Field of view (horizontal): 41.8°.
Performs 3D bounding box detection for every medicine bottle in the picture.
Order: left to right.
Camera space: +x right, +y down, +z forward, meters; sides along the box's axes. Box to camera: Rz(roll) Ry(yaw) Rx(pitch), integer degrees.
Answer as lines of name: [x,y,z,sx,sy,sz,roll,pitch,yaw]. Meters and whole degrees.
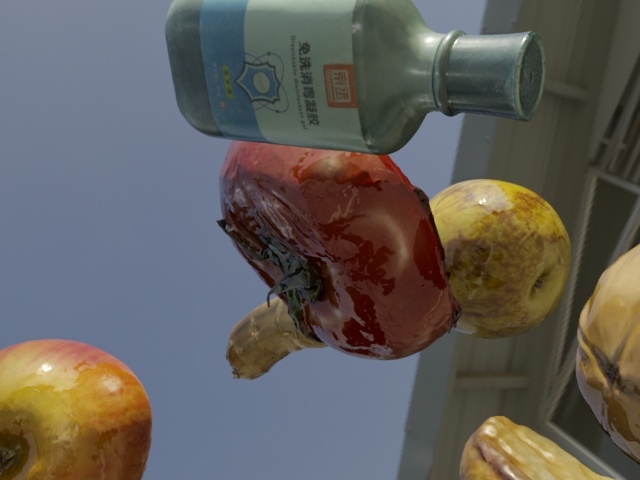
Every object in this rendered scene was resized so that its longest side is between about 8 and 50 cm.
medicine bottle: [0.010,-0.091,0.444,0.054,0.209,0.090,-37,-52,-49]

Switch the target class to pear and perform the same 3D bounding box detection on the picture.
pear: [0.271,0.028,1.378,0.281,0.281,0.280,-17,-57,-27]

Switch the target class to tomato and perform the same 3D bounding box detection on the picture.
tomato: [-0.004,0.000,0.619,0.101,0.228,0.228,-33,-51,-20]

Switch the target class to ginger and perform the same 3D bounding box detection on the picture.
ginger: [-0.044,0.109,1.021,0.190,0.095,0.069,-33,-29,25]

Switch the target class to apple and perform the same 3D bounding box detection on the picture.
apple: [-0.361,0.263,1.081,0.286,0.286,0.233,-47,-9,-4]

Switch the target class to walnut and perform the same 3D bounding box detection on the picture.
walnut: [0.247,0.066,0.503,0.197,0.165,0.165,-7,-61,-19]

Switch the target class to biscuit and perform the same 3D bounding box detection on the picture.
biscuit: [0.273,0.301,0.938,0.213,0.274,0.091,-2,-63,-52]
